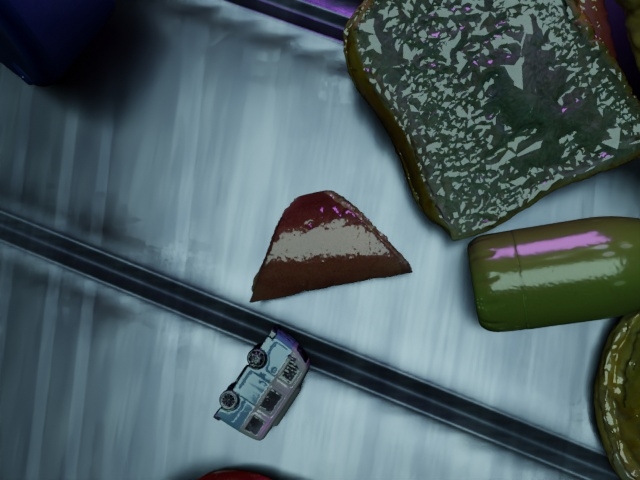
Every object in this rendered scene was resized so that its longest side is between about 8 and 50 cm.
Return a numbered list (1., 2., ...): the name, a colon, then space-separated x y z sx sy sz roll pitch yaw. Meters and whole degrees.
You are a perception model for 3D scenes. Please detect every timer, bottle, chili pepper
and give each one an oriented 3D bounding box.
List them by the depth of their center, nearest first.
1. bottle: 0.295 0.030 0.797 0.260 0.112 0.112 -9 84 12
2. chili pepper: -0.061 0.301 0.849 0.191 0.050 0.059 10 103 13
3. timer: -0.277 -0.396 0.850 0.270 0.270 0.383 42 76 7

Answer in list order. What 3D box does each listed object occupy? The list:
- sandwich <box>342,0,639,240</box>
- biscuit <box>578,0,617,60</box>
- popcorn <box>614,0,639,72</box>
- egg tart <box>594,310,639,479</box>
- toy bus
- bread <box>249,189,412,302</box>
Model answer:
1. sandwich: 0.188 -0.177 0.812 0.271 0.099 0.301 -29 98 6
2. biscuit: 0.242 -0.308 0.883 0.172 0.029 0.255 -11 87 1
3. popcorn: 0.475 -0.251 0.724 0.344 0.354 0.390 23 44 26
4. egg tart: 0.477 0.168 0.778 0.345 0.132 0.346 -1 83 4
5. toy bus: -0.062 0.166 0.856 0.075 0.060 0.123 34 91 2
6. bread: 0.000 0.000 0.861 0.192 0.067 0.119 -13 84 3
